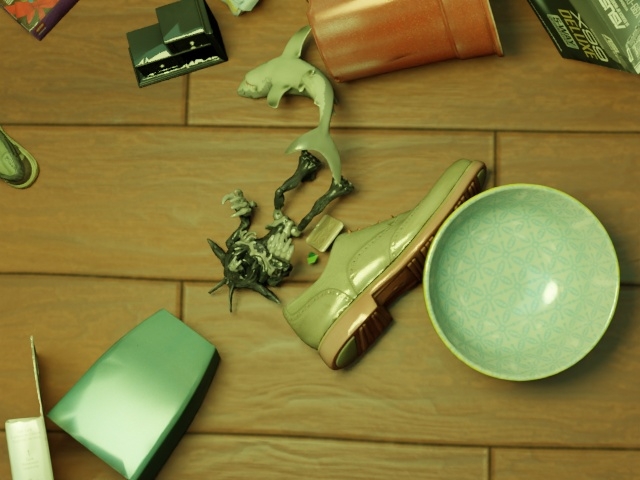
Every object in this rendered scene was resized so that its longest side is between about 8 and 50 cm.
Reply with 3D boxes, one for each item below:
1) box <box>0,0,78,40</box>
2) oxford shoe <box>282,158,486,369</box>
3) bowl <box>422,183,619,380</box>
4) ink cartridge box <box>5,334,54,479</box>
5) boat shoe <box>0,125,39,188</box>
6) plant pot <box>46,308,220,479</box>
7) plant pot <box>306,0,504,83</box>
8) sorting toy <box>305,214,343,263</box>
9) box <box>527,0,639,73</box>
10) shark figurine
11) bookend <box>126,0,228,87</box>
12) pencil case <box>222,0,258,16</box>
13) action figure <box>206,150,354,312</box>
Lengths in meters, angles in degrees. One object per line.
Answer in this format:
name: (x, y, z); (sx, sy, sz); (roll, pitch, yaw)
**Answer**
box: (-0.445, -0.508, 2.001); (0.201, 0.057, 0.293); (42, 88, 9)
oxford shoe: (0.099, 0.007, 1.854); (0.146, 0.140, 0.397); (39, 81, 23)
bowl: (0.287, 0.060, 1.809); (0.289, 0.156, 0.289); (0, 90, -4)
ink cartridge box: (-0.438, 0.277, 1.789); (0.060, 0.275, 0.239); (-9, 81, -14)
boat shoe: (-0.558, -0.169, 1.958); (0.223, 0.073, 0.080); (39, 87, 8)
plant pot: (-0.268, 0.232, 1.843); (0.165, 0.166, 0.234); (35, 79, 8)
plant pot: (0.119, -0.376, 1.850); (0.265, 0.272, 0.272); (-15, 82, 11)
sorting toy: (0.000, 0.000, 1.906); (0.012, 0.062, 0.083); (39, 87, -30)
box: (0.362, -0.397, 1.771); (0.076, 0.242, 0.307); (-39, 112, -2)
shark figurine: (-0.007, -0.220, 1.875); (0.166, 0.116, 0.278); (-48, 43, 8)
bookend: (-0.241, -0.318, 1.910); (0.156, 0.157, 0.072); (-16, 81, 2)
pencil case: (-0.191, -0.484, 1.916); (0.273, 0.124, 0.113); (42, 113, -9)
action figure: (-0.082, -0.017, 1.867); (0.164, 0.141, 0.276); (39, 87, 21)
